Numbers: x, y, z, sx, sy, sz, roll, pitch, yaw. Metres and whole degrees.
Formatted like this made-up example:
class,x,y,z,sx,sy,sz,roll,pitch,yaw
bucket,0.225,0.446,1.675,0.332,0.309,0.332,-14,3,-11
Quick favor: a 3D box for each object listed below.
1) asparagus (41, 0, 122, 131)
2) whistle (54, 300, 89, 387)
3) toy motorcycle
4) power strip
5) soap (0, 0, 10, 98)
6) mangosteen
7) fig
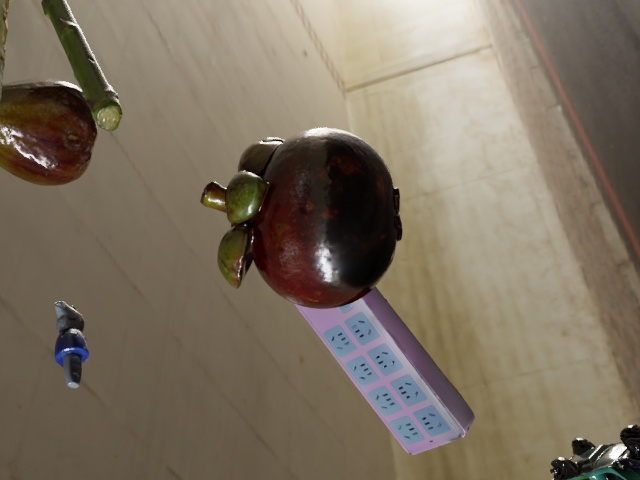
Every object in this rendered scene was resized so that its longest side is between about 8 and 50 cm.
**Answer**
class,x,y,z,sx,sy,sz,roll,pitch,yaw
asparagus,-0.195,-0.175,0.573,0.248,0.025,0.024,60,-165,26
whistle,-0.215,0.088,0.664,0.033,0.029,0.083,43,-158,-48
toy motorcycle,0.309,0.247,0.803,0.100,0.058,0.173,53,147,9
power strip,0.073,0.142,0.948,0.279,0.109,0.037,52,-134,-1
soap,-0.228,-0.213,0.337,0.199,0.091,0.315,13,-103,-56
mangosteen,-0.019,-0.024,0.761,0.200,0.200,0.199,-16,-90,-79
fig,-0.487,-0.176,1.195,0.145,0.274,0.170,33,113,51
